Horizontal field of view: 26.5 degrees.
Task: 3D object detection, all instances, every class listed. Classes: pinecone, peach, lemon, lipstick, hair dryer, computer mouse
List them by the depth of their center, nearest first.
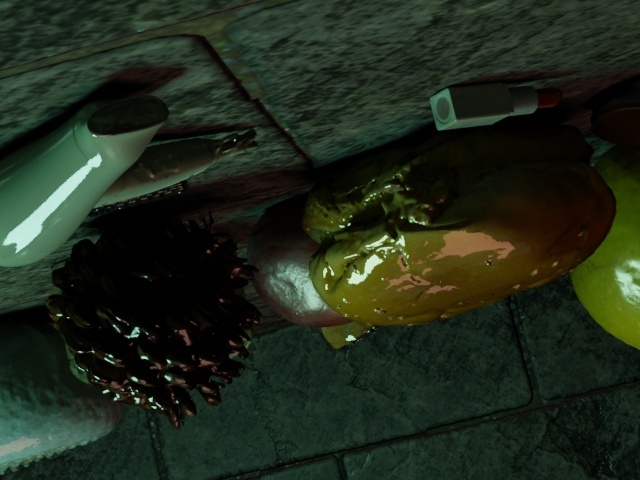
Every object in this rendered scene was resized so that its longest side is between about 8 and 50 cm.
[{"bbox_3d":[-0.120,-0.062,0.983,0.237,0.075,0.206,-18,171,-44],"label":"hair dryer"},{"bbox_3d":[0.154,-0.116,1.136,0.129,0.030,0.030,-10,172,-30],"label":"lipstick"},{"bbox_3d":[0.419,-0.139,1.317,0.311,0.071,0.158,-12,171,-4],"label":"computer mouse"},{"bbox_3d":[-0.155,0.068,1.334,0.222,0.221,0.221,-14,173,-2],"label":"pinecone"},{"bbox_3d":[-0.011,0.022,1.511,0.152,0.152,0.152,-14,173,-2],"label":"peach"},{"bbox_3d":[0.424,0.000,1.575,0.297,0.297,0.297,-14,173,-2],"label":"lemon"}]

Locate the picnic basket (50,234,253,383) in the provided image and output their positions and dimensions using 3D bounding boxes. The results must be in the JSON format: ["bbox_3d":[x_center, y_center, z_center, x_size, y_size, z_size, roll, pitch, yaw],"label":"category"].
[{"bbox_3d":[-0.187,0.083,1.561,0.134,0.154,0.196,-18,171,29],"label":"picnic basket"}]

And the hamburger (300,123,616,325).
[{"bbox_3d":[0.133,-0.017,1.336,0.314,0.170,0.290,-4,162,-46],"label":"hamburger"}]

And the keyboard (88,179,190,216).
[{"bbox_3d":[-0.237,-0.024,1.172,0.251,0.017,0.087,-14,172,-3],"label":"keyboard"}]

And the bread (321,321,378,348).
[{"bbox_3d":[0.094,0.012,1.618,0.260,0.134,0.129,-31,179,14],"label":"bread"}]

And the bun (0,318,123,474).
[{"bbox_3d":[-0.459,0.226,1.937,0.362,0.211,0.362,-13,170,-2],"label":"bun"}]
